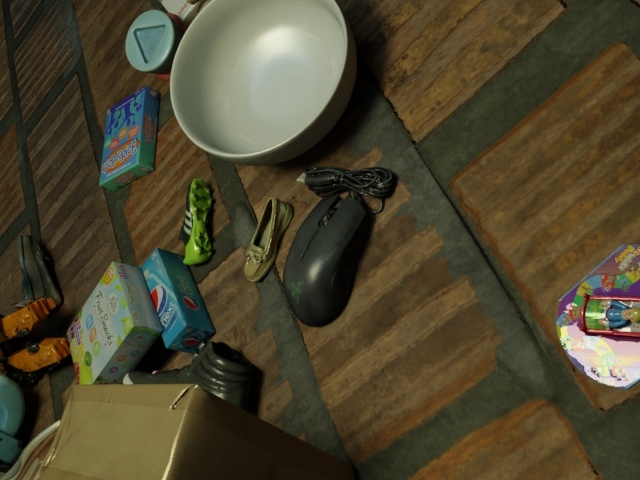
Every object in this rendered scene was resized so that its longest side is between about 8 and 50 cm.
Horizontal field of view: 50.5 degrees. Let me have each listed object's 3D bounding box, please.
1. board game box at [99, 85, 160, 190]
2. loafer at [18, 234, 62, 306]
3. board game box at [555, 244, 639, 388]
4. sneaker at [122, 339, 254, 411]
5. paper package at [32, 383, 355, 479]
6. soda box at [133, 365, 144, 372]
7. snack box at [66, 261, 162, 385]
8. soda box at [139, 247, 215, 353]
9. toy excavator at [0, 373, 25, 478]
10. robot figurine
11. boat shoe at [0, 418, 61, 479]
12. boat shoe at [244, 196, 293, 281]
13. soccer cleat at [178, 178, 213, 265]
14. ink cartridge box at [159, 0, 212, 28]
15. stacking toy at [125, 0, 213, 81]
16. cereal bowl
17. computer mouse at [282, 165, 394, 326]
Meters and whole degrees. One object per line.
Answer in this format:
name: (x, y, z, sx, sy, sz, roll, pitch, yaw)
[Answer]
board game box: (-0.454, -0.241, 1.615, 0.160, 0.047, 0.210, -20, 62, 36)
loafer: (-0.711, 0.084, 1.717, 0.096, 0.084, 0.267, 100, 151, -42)
board game box: (0.343, 0.080, 0.771, 0.169, 0.033, 0.133, -46, 49, 19)
sneaker: (-0.223, 0.237, 1.186, 0.295, 0.104, 0.147, 11, 80, 38)
paper package: (-0.171, 0.333, 0.927, 0.309, 0.325, 0.168, -11, 52, 40)
soda box: (-0.392, 0.274, 1.353, 0.169, 0.053, 0.060, 29, 94, 44)
snack box: (-0.402, 0.175, 1.305, 0.207, 0.070, 0.174, -51, 47, 21)
soda box: (-0.277, 0.113, 1.298, 0.067, 0.071, 0.210, -48, 48, 19)
toy excavator: (-0.783, 0.301, 1.488, 0.222, 0.433, 0.445, 7, 59, 35)
robot figurine: (-0.694, 0.235, 1.587, 0.291, 0.085, 0.211, -20, 100, 40)
boat shoe: (-0.569, 0.482, 1.409, 0.116, 0.123, 0.324, 44, 97, 8)
boat shoe: (-0.101, -0.002, 1.198, 0.056, 0.048, 0.153, 31, 96, 45)
soccer cleat: (-0.252, -0.037, 1.344, 0.072, 0.060, 0.179, -22, 63, 37)
ink cartridge box: (-0.300, -0.582, 1.555, 0.139, 0.082, 0.191, -45, 62, 16)
stacking toy: (-0.258, -0.444, 1.389, 0.309, 0.130, 0.280, 24, 96, 27)
cereal bowl: (-0.088, -0.284, 1.200, 0.338, 0.141, 0.339, -5, 76, 20)
computer mouse: (0.000, 0.000, 1.089, 0.188, 0.072, 0.272, 9, 80, 43)
